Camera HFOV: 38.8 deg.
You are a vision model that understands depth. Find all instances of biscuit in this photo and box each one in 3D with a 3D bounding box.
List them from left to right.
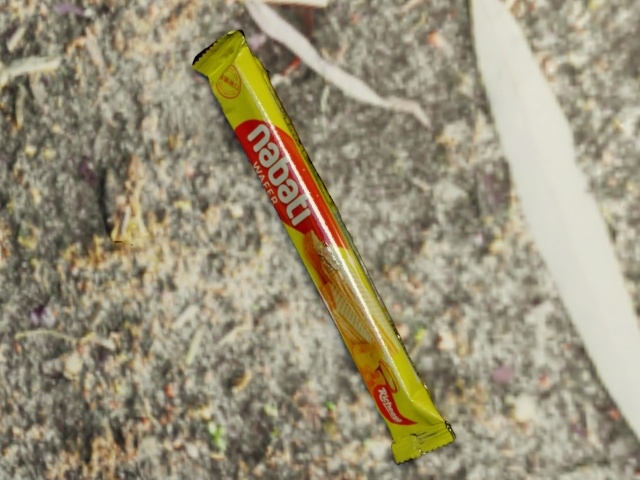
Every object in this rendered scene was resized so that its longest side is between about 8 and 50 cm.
[{"bbox_3d":[0.000,0.000,0.569,0.048,0.026,0.291,-34,80,43],"label":"biscuit"}]
